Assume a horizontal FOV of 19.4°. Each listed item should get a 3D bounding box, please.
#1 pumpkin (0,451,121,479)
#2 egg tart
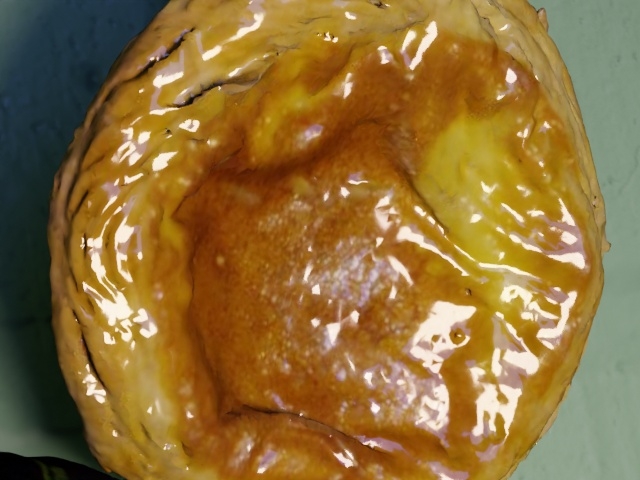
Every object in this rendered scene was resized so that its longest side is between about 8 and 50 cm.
[{"bbox_3d":[-0.150,0.253,0.812,0.323,0.241,0.323,13,62,-26],"label":"pumpkin"},{"bbox_3d":[0.000,0.000,1.000,0.352,0.150,0.352,-8,104,-32],"label":"egg tart"}]
